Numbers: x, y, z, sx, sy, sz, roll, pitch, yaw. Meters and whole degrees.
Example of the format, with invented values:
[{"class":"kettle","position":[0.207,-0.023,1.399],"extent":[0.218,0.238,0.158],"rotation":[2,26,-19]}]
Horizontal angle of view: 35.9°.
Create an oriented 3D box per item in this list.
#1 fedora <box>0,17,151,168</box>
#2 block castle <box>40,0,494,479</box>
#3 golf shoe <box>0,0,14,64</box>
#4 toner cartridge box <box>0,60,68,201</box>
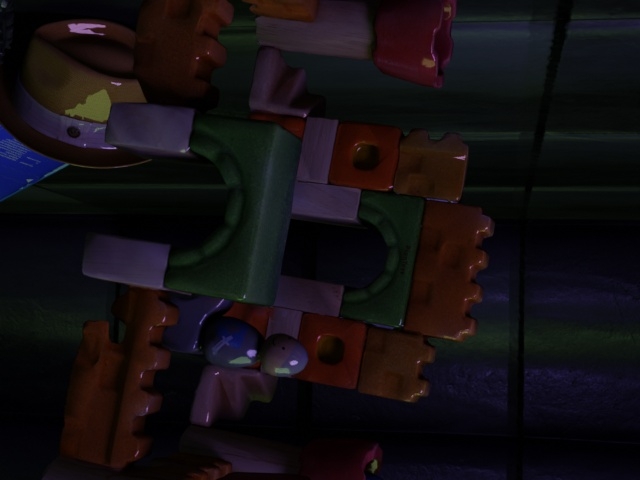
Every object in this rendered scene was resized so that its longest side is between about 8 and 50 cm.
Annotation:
[{"class":"fedora","position":[-0.211,-0.151,0.916],"extent":[0.195,0.194,0.079],"rotation":[4,136,-19]},{"class":"block castle","position":[0.000,0.000,0.681],"extent":[0.213,0.452,0.303],"rotation":[9,175,14]},{"class":"golf shoe","position":[-0.328,-0.191,0.746],"extent":[0.120,0.105,0.273],"rotation":[19,174,13]},{"class":"toner cartridge box","position":[-0.391,-0.127,0.925],"extent":[0.165,0.075,0.348],"rotation":[-23,160,20]}]
